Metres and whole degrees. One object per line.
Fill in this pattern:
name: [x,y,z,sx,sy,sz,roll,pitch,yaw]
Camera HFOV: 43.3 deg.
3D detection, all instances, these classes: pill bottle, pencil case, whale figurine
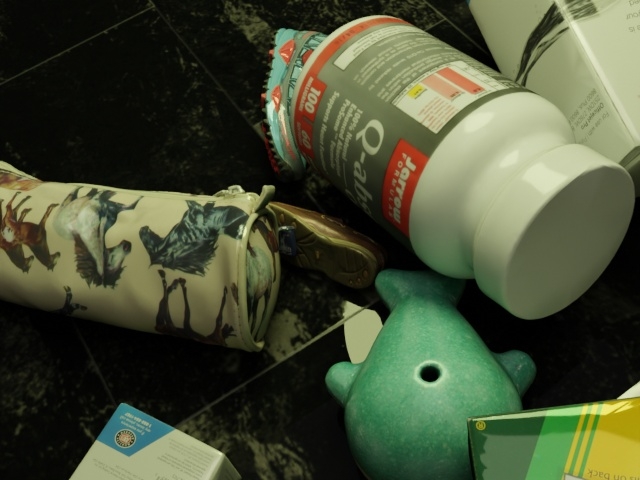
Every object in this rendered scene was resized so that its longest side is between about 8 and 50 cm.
pill bottle: [0.140,-0.089,0.874,0.210,0.210,0.363,-34,46,-13]
pencil case: [-0.241,0.005,0.935,0.410,0.160,0.184,8,87,15]
whale figurine: [0.109,0.123,0.813,0.216,0.141,0.272,-4,52,8]

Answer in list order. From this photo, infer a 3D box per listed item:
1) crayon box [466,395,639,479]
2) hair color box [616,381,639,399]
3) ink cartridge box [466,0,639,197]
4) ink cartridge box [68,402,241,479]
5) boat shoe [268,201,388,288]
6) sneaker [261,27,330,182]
crayon box: [0.308,0.268,0.567,0.362,0.106,0.313,-9,57,7]
hair color box: [0.396,0.277,0.677,0.185,0.114,0.374,-33,58,-12]
ink cartridge box: [0.355,-0.259,0.929,0.285,0.166,0.395,-14,69,-15]
ink cartridge box: [-0.196,0.295,0.786,0.134,0.078,0.231,20,62,22]
boat shoe: [0.000,0.000,0.970,0.177,0.064,0.060,26,33,23]
sneaker: [-0.010,-0.191,1.070,0.125,0.104,0.262,-1,56,7]
